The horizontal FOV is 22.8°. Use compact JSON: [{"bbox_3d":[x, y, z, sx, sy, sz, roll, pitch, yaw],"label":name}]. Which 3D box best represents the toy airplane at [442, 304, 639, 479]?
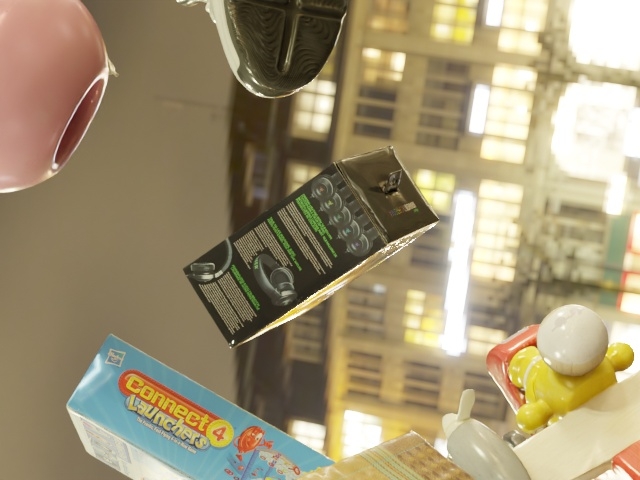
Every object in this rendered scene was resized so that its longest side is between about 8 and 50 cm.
[{"bbox_3d":[0.340,0.208,1.931,0.272,0.384,0.386,69,-150,-26],"label":"toy airplane"}]

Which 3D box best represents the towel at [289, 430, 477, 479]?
[{"bbox_3d":[0.065,0.261,1.147,0.370,0.271,0.040,-11,-48,-56],"label":"towel"}]

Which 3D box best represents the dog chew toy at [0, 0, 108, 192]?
[{"bbox_3d":[-0.362,-0.184,1.426,0.207,0.332,0.206,-62,0,0],"label":"dog chew toy"}]

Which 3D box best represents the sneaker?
[{"bbox_3d":[-0.097,-0.328,2.046,0.257,0.169,0.448,-48,39,50],"label":"sneaker"}]

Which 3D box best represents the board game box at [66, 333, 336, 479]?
[{"bbox_3d":[-0.108,0.238,1.675,0.086,0.302,0.308,-60,-3,-16],"label":"board game box"}]

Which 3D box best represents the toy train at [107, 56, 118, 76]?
[{"bbox_3d":[-0.384,-0.255,2.259,0.105,0.143,0.248,55,179,-41],"label":"toy train"}]

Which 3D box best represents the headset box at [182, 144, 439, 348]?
[{"bbox_3d":[0.000,0.000,2.128,0.131,0.283,0.246,58,-158,4],"label":"headset box"}]
